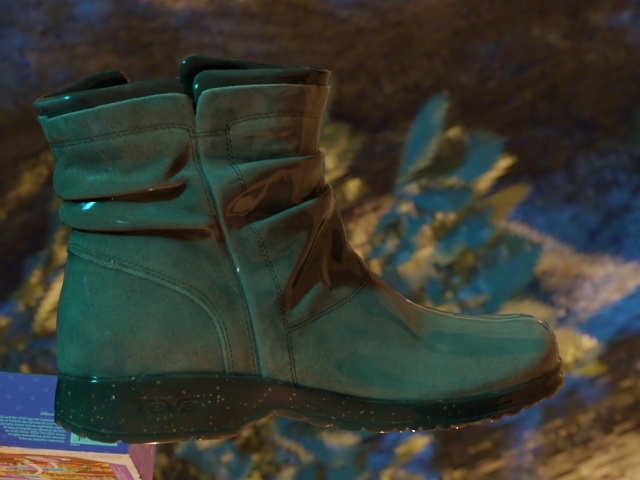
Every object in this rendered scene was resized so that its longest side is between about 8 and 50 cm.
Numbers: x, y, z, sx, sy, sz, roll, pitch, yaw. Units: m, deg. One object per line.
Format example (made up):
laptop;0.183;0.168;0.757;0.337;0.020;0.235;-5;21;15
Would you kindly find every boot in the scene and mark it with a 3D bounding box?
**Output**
boot;0.000;0.000;1.095;0.118;0.338;0.222;-172;82;-64

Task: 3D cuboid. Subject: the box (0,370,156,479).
box;-0.273;0.136;1.339;0.201;0.293;0.057;95;180;-74
